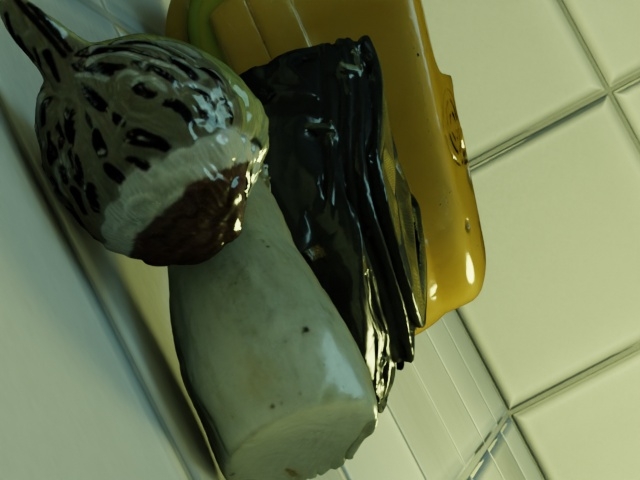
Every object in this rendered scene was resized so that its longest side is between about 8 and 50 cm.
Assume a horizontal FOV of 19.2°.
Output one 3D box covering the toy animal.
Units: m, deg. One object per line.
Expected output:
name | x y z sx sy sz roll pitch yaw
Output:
toy animal | -0.083 -0.045 0.805 0.137 0.098 0.098 36 20 -33

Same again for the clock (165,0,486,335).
clock | 0.019 -0.076 1.424 0.244 0.200 0.317 -35 105 -81

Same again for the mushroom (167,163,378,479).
mushroom | -0.041 0.016 0.888 0.092 0.081 0.223 66 -1 -45

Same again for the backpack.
backpack | 0.000 0.000 1.167 0.258 0.133 0.206 -99 170 -54
